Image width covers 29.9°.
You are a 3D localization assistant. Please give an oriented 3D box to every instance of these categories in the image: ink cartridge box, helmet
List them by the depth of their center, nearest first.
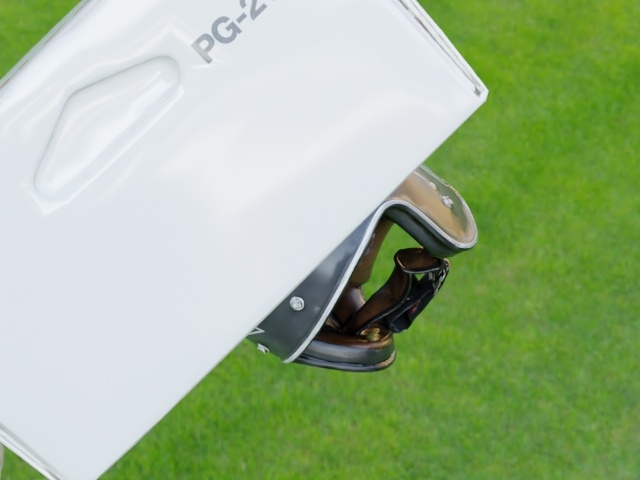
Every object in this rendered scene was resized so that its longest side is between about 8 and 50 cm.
[{"bbox_3d":[-0.063,-0.038,0.436,0.172,0.100,0.237,-45,16,1],"label":"ink cartridge box"},{"bbox_3d":[0.000,0.000,0.774,0.162,0.169,0.169,12,26,-35],"label":"helmet"}]

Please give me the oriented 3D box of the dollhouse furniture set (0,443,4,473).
[{"bbox_3d":[-0.295,0.106,0.775,0.129,0.129,0.183,-22,56,24],"label":"dollhouse furniture set"}]
